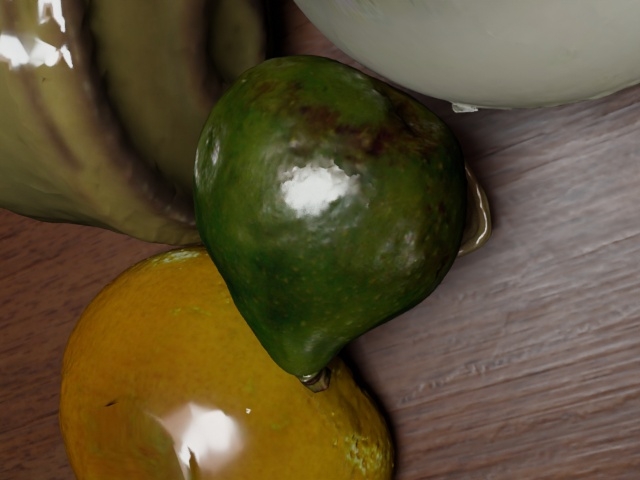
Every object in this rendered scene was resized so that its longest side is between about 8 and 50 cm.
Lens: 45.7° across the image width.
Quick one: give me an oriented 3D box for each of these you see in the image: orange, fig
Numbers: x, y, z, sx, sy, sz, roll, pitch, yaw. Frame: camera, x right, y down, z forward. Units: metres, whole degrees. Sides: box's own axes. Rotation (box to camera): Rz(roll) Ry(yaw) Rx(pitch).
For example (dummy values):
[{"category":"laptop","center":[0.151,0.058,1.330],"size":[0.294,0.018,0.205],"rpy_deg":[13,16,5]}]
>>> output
[{"category":"orange","center":[-0.097,0.162,0.676],"size":[0.263,0.196,0.334],"rpy_deg":[-34,74,8]},{"category":"fig","center":[0.000,0.000,0.533],"size":[0.195,0.195,0.244],"rpy_deg":[17,102,20]}]

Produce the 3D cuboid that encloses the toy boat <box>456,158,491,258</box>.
[{"category":"toy boat","center":[0.059,-0.043,0.639],"size":[0.188,0.061,0.116],"rpy_deg":[25,103,19]}]

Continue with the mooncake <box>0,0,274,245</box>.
[{"category":"mooncake","center":[-0.158,-0.199,0.627],"size":[0.246,0.393,0.394],"rpy_deg":[6,137,22]}]

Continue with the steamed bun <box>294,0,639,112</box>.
[{"category":"steamed bun","center":[0.122,-0.243,0.446],"size":[0.374,0.334,0.333],"rpy_deg":[11,100,48]}]
